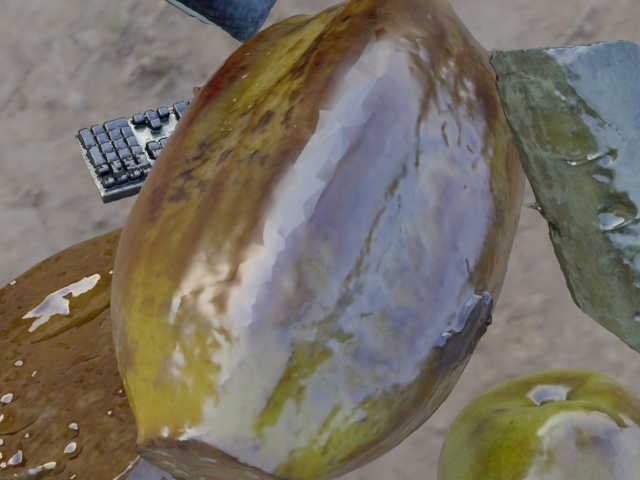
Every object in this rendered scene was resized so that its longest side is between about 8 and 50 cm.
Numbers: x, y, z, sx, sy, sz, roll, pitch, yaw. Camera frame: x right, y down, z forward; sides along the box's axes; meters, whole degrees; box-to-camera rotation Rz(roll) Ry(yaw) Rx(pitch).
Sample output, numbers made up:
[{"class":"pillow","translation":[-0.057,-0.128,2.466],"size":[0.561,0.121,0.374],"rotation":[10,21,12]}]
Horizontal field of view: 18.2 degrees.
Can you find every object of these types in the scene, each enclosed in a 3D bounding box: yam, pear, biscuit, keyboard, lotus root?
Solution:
[{"class":"yam","translation":[0.106,-0.009,0.664],"size":[0.070,0.070,0.146],"rotation":[-35,113,-34]},{"class":"pear","translation":[0.182,0.193,1.545],"size":[0.200,0.200,0.200],"rotation":[8,74,-31]},{"class":"biscuit","translation":[-0.113,0.091,1.367],"size":[0.063,0.368,0.314],"rotation":[62,28,-33]},{"class":"keyboard","translation":[-0.089,-0.117,2.055],"size":[0.317,0.027,0.106],"rotation":[-17,54,-18]},{"class":"lotus root","translation":[0.003,0.007,1.023],"size":[0.193,0.193,0.291],"rotation":[40,52,-19]}]

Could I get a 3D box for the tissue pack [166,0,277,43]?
[{"class":"tissue pack","translation":[-0.056,-0.268,1.156],"size":[0.185,0.081,0.257],"rotation":[29,93,-32]}]
